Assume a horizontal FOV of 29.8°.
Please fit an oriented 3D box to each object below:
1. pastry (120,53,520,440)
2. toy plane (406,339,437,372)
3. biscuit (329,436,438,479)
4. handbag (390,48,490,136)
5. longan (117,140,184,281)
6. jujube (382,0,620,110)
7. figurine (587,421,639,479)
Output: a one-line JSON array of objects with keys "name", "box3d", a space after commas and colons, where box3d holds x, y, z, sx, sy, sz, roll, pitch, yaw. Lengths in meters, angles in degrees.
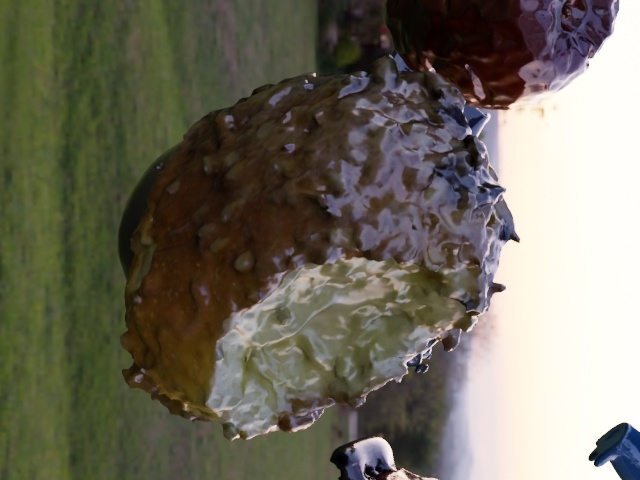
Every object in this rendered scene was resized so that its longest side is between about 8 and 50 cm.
[{"name": "pastry", "box3d": [-0.011, -0.004, 1.174, 0.292, 0.405, 0.337, 41, 22, -40]}, {"name": "toy plane", "box3d": [0.123, 0.105, 1.412, 0.082, 0.234, 0.160, 59, 16, 6]}, {"name": "biscuit", "box3d": [0.124, 0.283, 1.294, 0.151, 0.235, 0.063, 10, 99, -61]}, {"name": "handbag", "box3d": [0.131, -0.154, 1.866, 0.254, 0.211, 0.088, -58, -156, -11]}, {"name": "longan", "box3d": [-0.134, -0.018, 1.961, 0.404, 0.404, 0.336, -64, 131, -77]}, {"name": "jujube", "box3d": [0.187, -0.246, 1.252, 0.232, 0.213, 0.213, 27, -51, 46]}, {"name": "figurine", "box3d": [0.469, 0.246, 1.405, 0.298, 0.243, 0.416, -54, 148, -26]}]
